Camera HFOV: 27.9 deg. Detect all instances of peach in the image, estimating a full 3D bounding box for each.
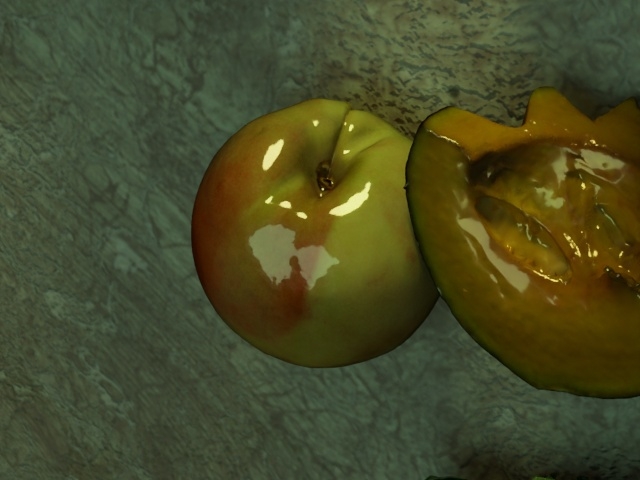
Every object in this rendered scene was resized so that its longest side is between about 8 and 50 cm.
[{"bbox_3d":[0.000,0.000,0.870,0.184,0.184,0.184,16,122,27],"label":"peach"}]

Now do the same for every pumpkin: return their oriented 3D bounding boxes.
[{"bbox_3d":[0.183,0.009,0.782,0.254,0.130,0.149,28,133,23],"label":"pumpkin"}]

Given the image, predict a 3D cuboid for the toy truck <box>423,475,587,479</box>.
[{"bbox_3d":[0.184,0.227,0.894,0.260,0.135,0.128,1,114,42],"label":"toy truck"}]
